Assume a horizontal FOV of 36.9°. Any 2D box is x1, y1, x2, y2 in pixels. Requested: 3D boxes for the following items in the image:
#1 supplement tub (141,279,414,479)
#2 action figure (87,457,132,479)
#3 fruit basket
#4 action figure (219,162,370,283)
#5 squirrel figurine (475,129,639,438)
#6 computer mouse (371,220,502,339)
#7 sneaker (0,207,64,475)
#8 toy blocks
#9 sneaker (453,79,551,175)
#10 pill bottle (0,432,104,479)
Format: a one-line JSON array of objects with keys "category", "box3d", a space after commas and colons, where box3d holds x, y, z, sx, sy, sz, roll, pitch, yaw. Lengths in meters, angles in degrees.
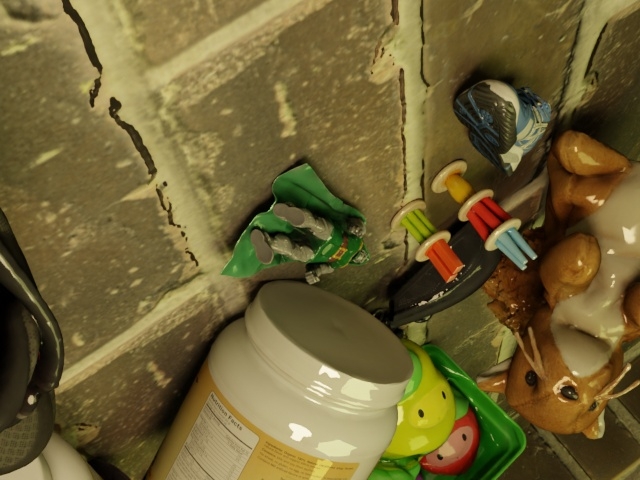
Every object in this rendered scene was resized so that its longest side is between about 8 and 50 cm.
[{"category": "supplement tub", "box3d": [-0.052, 0.226, 1.095, 0.228, 0.228, 0.316, 0, 124, -55]}, {"category": "action figure", "box3d": [-0.259, 0.382, 1.251, 0.185, 0.099, 0.285, -61, 168, -23]}, {"category": "fruit basket", "box3d": [0.144, 0.321, 1.543, 0.392, 0.283, 0.392, -42, 166, -13]}, {"category": "action figure", "box3d": [0.000, 0.000, 1.010, 0.137, 0.063, 0.232, -47, 159, 13]}, {"category": "squirrel figurine", "box3d": [0.367, 0.078, 1.322, 0.397, 0.281, 0.370, -157, -93, -89]}, {"category": "computer mouse", "box3d": [0.164, 0.069, 1.321, 0.272, 0.072, 0.188, -46, 167, 12]}, {"category": "sneaker", "box3d": [-0.255, 0.066, 0.575, 0.185, 0.202, 0.482, -30, 155, -16]}, {"category": "toy blocks", "box3d": [0.171, -0.003, 1.132, 0.123, 0.148, 0.054, -45, 156, 14]}, {"category": "sneaker", "box3d": [0.200, -0.138, 1.034, 0.081, 0.080, 0.211, -46, 166, 3]}, {"category": "pill bottle", "box3d": [-0.297, 0.290, 0.942, 0.188, 0.188, 0.334, -32, 156, -14]}]
